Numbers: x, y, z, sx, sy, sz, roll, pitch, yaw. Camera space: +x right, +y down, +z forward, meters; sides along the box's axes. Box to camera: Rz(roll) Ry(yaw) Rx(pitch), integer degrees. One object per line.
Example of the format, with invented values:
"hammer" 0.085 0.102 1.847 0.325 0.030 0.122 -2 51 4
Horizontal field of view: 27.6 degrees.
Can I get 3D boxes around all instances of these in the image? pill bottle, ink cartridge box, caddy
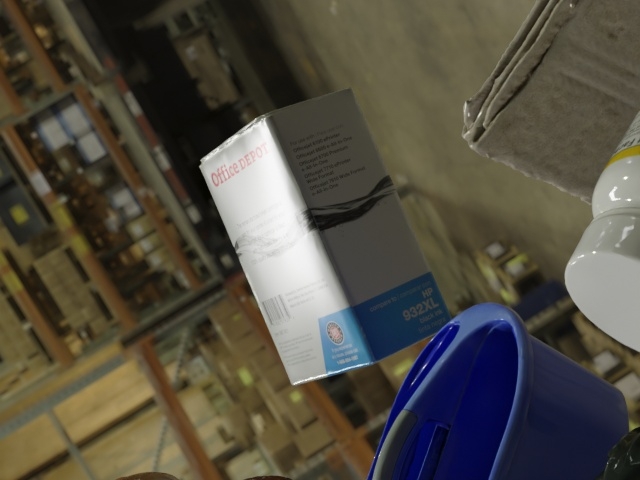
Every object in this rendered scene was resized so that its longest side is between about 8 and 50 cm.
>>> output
"pill bottle" 0.234 -0.038 0.768 0.119 0.208 0.119 28 155 14
"ink cartridge box" 0.000 0.000 1.568 0.223 0.129 0.308 -25 88 62
"caddy" 0.130 0.229 1.202 0.179 0.341 0.241 26 167 -19

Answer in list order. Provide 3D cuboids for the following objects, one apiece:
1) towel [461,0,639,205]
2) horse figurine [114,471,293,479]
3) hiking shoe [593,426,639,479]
"towel" 0.261 -0.103 1.023 0.282 0.187 0.049 23 -158 -26
"horse figurine" -0.135 0.279 1.194 0.263 0.175 0.066 10 179 37
"hiking shoe" 0.216 0.181 0.448 0.304 0.113 0.132 54 144 1
